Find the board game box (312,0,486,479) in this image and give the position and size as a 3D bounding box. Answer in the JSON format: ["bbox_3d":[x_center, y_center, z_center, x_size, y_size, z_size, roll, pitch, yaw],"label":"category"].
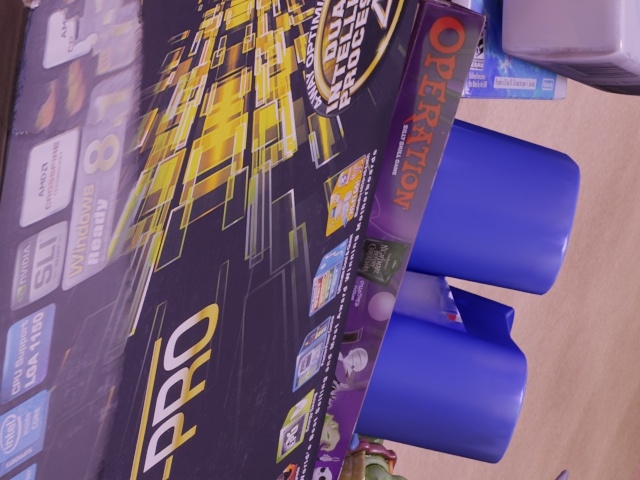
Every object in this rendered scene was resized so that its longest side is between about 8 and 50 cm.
[{"bbox_3d":[0.000,0.000,1.168,0.056,0.208,0.346,12,102,-24],"label":"board game box"}]

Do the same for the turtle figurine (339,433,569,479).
[{"bbox_3d":[0.056,0.258,1.507,0.266,0.198,0.275,-65,155,2],"label":"turtle figurine"}]

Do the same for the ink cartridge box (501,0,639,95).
[{"bbox_3d":[0.219,-0.308,1.324,0.308,0.091,0.384,0,94,-69],"label":"ink cartridge box"}]

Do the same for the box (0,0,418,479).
[{"bbox_3d":[-0.086,0.020,0.782,0.318,0.097,0.394,-31,140,-54],"label":"box"}]

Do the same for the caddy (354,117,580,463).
[{"bbox_3d":[0.071,0.022,1.324,0.341,0.179,0.241,-59,163,-83],"label":"caddy"}]

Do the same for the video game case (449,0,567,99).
[{"bbox_3d":[0.128,-0.225,1.317,0.269,0.061,0.244,-11,105,-68],"label":"video game case"}]
